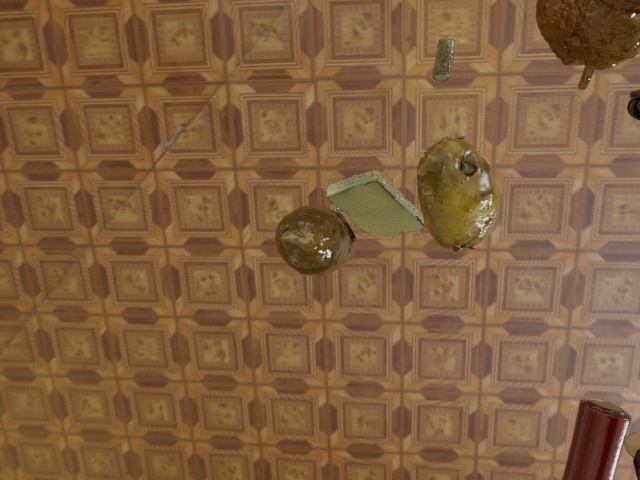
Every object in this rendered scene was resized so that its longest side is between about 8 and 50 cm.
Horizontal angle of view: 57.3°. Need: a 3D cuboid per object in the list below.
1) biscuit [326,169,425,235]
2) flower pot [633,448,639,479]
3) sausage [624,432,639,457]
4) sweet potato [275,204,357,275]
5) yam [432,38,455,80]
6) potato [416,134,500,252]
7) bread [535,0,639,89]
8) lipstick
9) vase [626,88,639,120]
[{"bbox_3d":[0.144,-0.085,1.469,0.150,0.052,0.252,-18,143,33],"label":"biscuit"},{"bbox_3d":[0.533,0.360,0.587,0.251,0.379,0.379,-25,104,12],"label":"flower pot"},{"bbox_3d":[0.775,0.501,1.405,0.065,0.301,0.066,-12,66,30],"label":"sausage"},{"bbox_3d":[0.005,0.001,1.118,0.130,0.422,0.131,0,91,10],"label":"sweet potato"},{"bbox_3d":[0.286,-0.418,1.358,0.043,0.043,0.094,10,104,5],"label":"yam"},{"bbox_3d":[0.303,-0.094,1.283,0.173,0.140,0.300,-11,134,15],"label":"potato"},{"bbox_3d":[0.277,-0.258,0.549,0.124,0.344,0.084,28,77,22],"label":"bread"},{"bbox_3d":[0.427,0.376,0.933,0.080,0.080,0.241,13,92,3],"label":"lipstick"},{"bbox_3d":[0.553,-0.243,0.800,0.237,0.115,0.115,-43,98,8],"label":"vase"}]
